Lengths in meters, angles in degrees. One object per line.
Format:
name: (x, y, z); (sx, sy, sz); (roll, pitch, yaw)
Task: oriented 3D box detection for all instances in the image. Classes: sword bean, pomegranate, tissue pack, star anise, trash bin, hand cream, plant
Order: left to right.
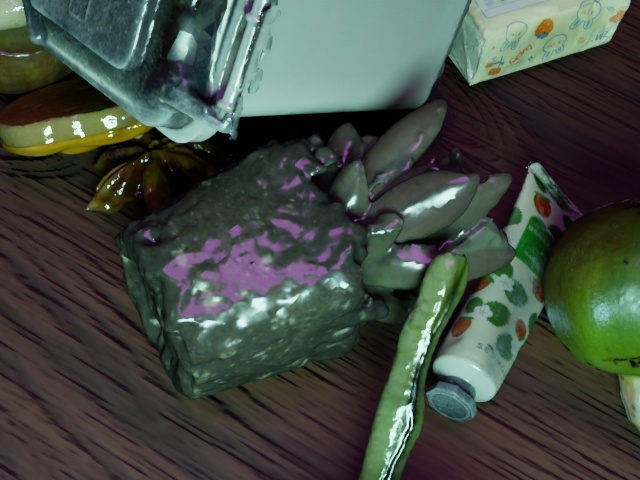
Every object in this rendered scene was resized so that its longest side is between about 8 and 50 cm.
star anise: (-0.143, -0.069, 0.971); (0.167, 0.057, 0.168); (-8, 25, 4)
trash bin: (-0.032, -0.224, 0.923); (0.367, 0.256, 0.296); (-2, 29, -47)
plant: (0.000, 0.000, 0.890); (0.320, 0.194, 0.182); (-24, 68, -20)
sword bean: (0.065, 0.137, 0.817); (0.043, 0.038, 0.269); (16, 91, -19)
hand cream: (0.175, 0.047, 0.968); (0.095, 0.059, 0.276); (45, 56, -17)
tissue pack: (0.218, -0.268, 1.160); (0.196, 0.092, 0.148); (-19, 62, -19)
pomegranate: (0.288, 0.066, 0.923); (0.179, 0.180, 0.210); (-11, 94, -16)

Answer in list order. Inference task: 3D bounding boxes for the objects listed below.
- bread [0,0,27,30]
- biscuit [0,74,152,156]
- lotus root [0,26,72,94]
bread: (-0.230, -0.247, 0.988); (0.214, 0.053, 0.073); (-23, 42, -22)
biscuit: (-0.215, -0.119, 0.991); (0.170, 0.050, 0.170); (-10, 25, 5)
lotus root: (-0.341, -0.313, 1.093); (0.390, 0.111, 0.375); (-13, 65, -19)
